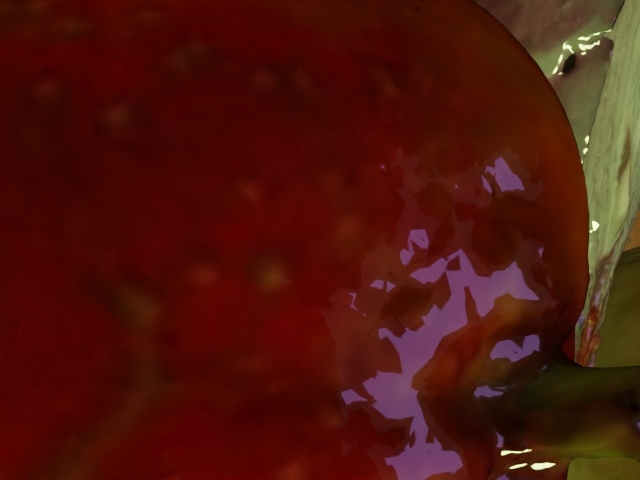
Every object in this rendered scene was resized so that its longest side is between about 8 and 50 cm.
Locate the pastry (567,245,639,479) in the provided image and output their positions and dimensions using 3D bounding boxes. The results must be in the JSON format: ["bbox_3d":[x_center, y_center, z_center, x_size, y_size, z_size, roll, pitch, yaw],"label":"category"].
[{"bbox_3d":[0.274,0.186,1.184,0.409,0.245,0.409,-3,90,-65],"label":"pastry"}]

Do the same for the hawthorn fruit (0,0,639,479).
[{"bbox_3d":[-0.037,0.027,0.531,0.265,0.307,0.265,-1,91,-57],"label":"hawthorn fruit"}]

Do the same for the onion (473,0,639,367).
[{"bbox_3d":[0.108,-0.067,1.009,0.267,0.159,0.348,-3,107,-68],"label":"onion"}]
